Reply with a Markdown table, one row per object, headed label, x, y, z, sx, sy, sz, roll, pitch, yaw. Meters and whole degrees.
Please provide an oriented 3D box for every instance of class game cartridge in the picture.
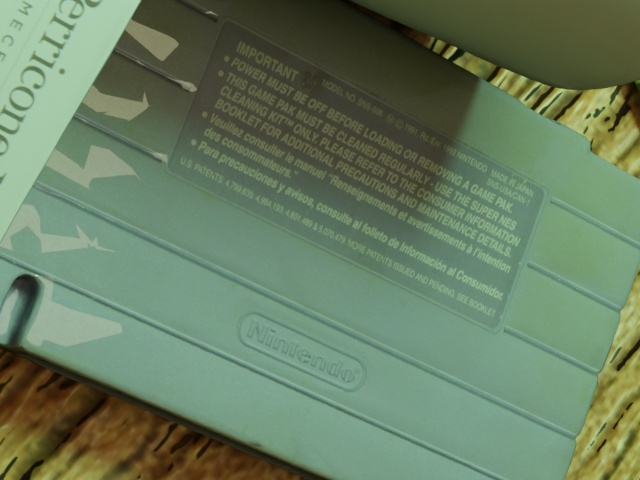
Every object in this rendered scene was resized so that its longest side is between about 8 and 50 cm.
| label | x | y | z | sx | sy | sz | roll | pitch | yaw |
| --- | --- | --- | --- | --- | --- | --- | --- | --- | --- |
| game cartridge | 0.000 | 0.000 | 0.990 | 0.355 | 0.068 | 0.230 | 27 | 74 | -26 |

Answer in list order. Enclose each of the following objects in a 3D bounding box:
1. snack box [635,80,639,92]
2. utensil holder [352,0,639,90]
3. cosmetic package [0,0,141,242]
| label | x | y | z | sx | sy | sz | roll | pitch | yaw |
| --- | --- | --- | --- | --- | --- | --- | --- | --- | --- |
| snack box | 0.249 | -0.090 | 1.079 | 0.037 | 0.141 | 0.100 | -44 | 112 | -46 |
| utensil holder | 0.019 | -0.271 | 0.852 | 0.385 | 0.327 | 0.328 | 23 | 79 | -30 |
| cosmetic package | -0.287 | -0.115 | 0.750 | 0.385 | 0.156 | 0.217 | 26 | 95 | -25 |
